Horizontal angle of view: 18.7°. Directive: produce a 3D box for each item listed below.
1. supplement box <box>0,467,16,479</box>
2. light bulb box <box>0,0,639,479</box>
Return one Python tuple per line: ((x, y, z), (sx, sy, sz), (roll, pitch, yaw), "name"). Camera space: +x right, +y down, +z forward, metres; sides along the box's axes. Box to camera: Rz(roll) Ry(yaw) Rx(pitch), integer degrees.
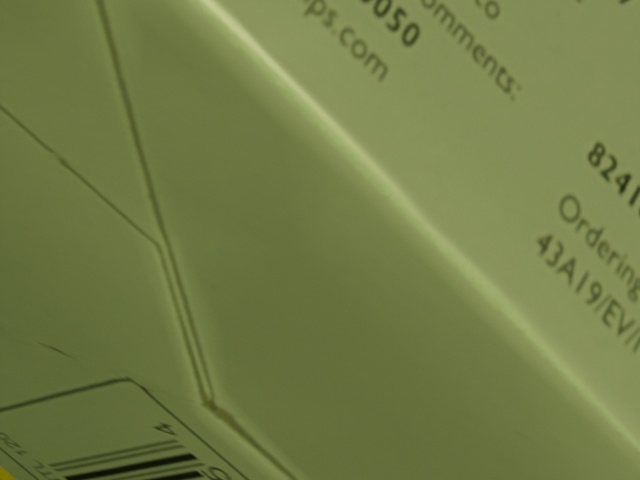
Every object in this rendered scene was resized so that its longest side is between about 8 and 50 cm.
((0.000, 0.000, 0.746), (0.356, 0.194, 0.195), (24, 123, -31), "supplement box")
((0.100, -0.053, 0.524), (0.358, 0.361, 0.225), (45, 148, -20), "light bulb box")
